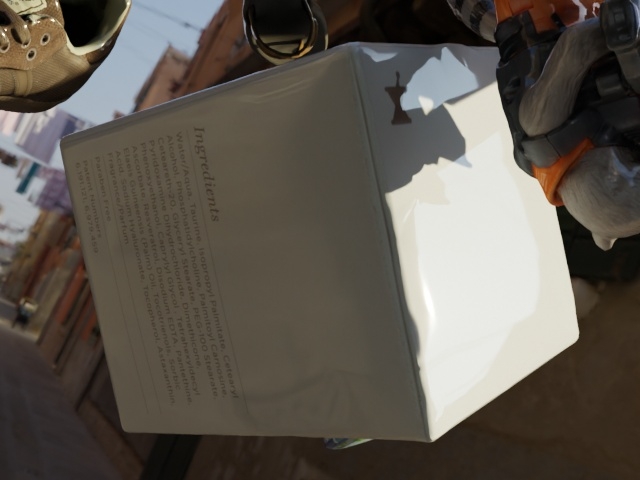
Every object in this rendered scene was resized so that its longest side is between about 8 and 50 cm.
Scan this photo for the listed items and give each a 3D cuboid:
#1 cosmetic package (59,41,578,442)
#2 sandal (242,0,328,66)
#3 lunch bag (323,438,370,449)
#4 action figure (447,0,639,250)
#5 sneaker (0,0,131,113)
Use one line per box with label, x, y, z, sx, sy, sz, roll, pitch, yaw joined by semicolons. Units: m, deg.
cosmetic package;0.000;0.000;0.900;0.393;0.328;0.329;-9;4;39
sandal;-0.032;-0.223;0.875;0.089;0.060;0.219;-15;-15;-3
lunch bag;0.104;0.218;1.230;0.176;0.090;0.219;-9;-25;-40
action figure;0.218;-0.141;0.736;0.178;0.330;0.341;-26;-30;26
sneaker;-0.144;-0.085;0.335;0.066;0.071;0.188;53;22;-2
